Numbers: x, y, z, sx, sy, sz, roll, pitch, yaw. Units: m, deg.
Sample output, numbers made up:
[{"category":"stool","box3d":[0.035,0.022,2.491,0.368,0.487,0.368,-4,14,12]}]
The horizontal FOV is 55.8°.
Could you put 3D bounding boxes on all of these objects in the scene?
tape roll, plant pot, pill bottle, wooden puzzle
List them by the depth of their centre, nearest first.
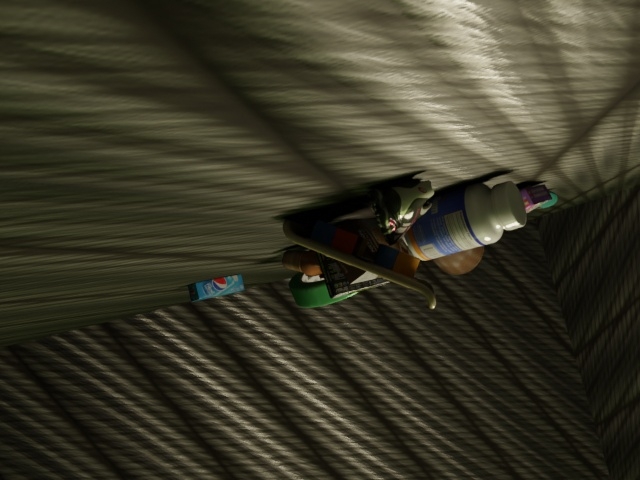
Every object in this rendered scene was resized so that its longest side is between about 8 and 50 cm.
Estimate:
[{"category":"wooden puzzle","box3d":[0.108,0.032,1.339,0.348,0.080,0.322,26,-178,11]},{"category":"pill bottle","box3d":[0.350,-0.053,1.474,0.272,0.152,0.152,-19,173,36]},{"category":"tape roll","box3d":[0.049,0.128,2.118,0.321,0.077,0.321,-21,-167,5]},{"category":"plant pot","box3d":[0.484,0.007,2.314,0.215,0.215,0.230,-17,159,29]}]

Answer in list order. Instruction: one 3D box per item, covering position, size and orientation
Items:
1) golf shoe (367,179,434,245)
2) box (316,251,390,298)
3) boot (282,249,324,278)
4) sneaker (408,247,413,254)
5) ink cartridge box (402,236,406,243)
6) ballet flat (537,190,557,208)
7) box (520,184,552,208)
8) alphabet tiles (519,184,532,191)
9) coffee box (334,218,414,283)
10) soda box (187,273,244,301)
[{"category":"golf shoe","box3d":[0.169,-0.059,1.228,0.120,0.105,0.273,-22,174,5]},{"category":"box","box3d":[0.091,0.060,1.765,0.190,0.184,0.045,-13,164,-24]},{"category":"boot","box3d":[0.040,0.075,1.931,0.220,0.109,0.283,8,175,31]},{"category":"sneaker","box3d":[0.348,0.007,2.321,0.122,0.110,0.283,-23,170,40]},{"category":"ink cartridge box","box3d":[0.248,-0.017,1.932,0.139,0.082,0.190,-12,173,-24]},{"category":"ballet flat","box3d":[0.758,-0.144,2.154,0.188,0.070,0.070,-9,173,-27]},{"category":"box","box3d":[0.545,-0.073,1.858,0.293,0.057,0.201,-33,169,34]},{"category":"alphabet tiles","box3d":[0.511,-0.082,1.934,0.285,0.011,0.342,-22,170,-23]},{"category":"coffee box","box3d":[0.136,0.024,1.639,0.098,0.141,0.246,-41,163,27]},{"category":"soda box","box3d":[-0.408,0.186,2.370,0.210,0.067,0.071,-10,173,-41]}]
